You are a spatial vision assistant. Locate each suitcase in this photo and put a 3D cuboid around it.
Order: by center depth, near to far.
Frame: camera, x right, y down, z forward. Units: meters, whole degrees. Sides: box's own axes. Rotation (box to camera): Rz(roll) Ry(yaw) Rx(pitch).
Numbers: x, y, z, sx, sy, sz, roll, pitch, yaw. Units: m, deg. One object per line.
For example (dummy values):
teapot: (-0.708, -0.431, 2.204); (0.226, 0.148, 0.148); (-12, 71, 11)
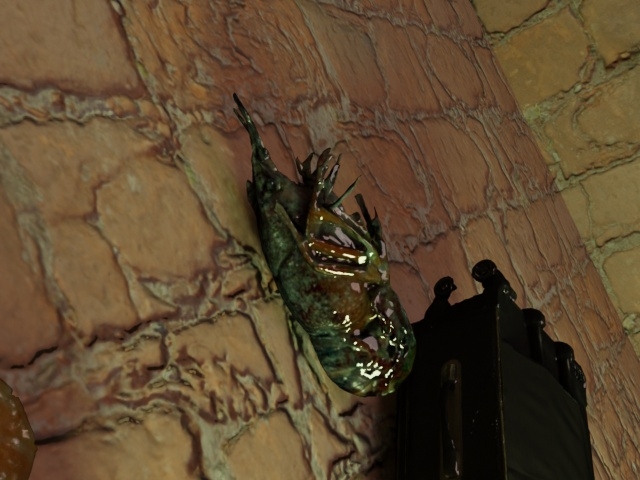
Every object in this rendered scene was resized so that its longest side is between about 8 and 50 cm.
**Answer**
suitcase: (0.213, 0.266, 0.958); (0.283, 0.194, 0.433); (44, 34, -32)

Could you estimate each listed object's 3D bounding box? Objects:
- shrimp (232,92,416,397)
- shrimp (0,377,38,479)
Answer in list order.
shrimp: (0.000, 0.002, 0.913); (0.172, 0.137, 0.372); (166, -94, -82)
shrimp: (-0.263, 0.109, 0.461); (0.217, 0.051, 0.115); (25, 41, -48)
